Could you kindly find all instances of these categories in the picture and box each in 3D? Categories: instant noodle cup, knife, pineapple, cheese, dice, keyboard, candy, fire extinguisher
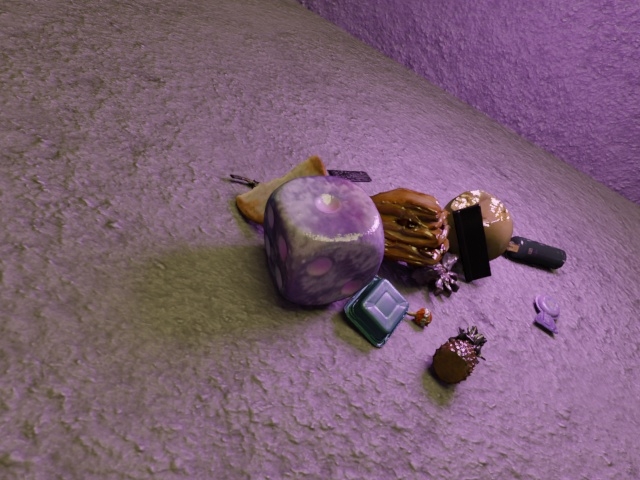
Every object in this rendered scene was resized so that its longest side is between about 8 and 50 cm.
[{"bbox_3d":[0.174,0.194,1.165,0.157,0.070,0.179,46,54,3],"label":"instant noodle cup"},{"bbox_3d":[-0.209,-0.190,1.418,0.222,0.021,0.046,12,44,-24],"label":"knife"},{"bbox_3d":[0.421,0.326,1.191,0.125,0.125,0.251,46,34,20],"label":"pineapple"},{"bbox_3d":[0.856,0.267,1.527,0.105,0.042,0.191,33,43,7],"label":"cheese"},{"bbox_3d":[0.000,0.000,1.121,0.269,0.271,0.270,-8,49,-20],"label":"dice"},{"bbox_3d":[0.125,-0.274,1.695,0.196,0.015,0.074,-3,49,-32],"label":"keyboard"},{"bbox_3d":[0.529,0.017,1.416,0.100,0.310,0.018,-17,30,10],"label":"keyboard"},{"bbox_3d":[0.257,0.221,1.245,0.184,0.049,0.056,15,86,-7],"label":"candy"},{"bbox_3d":[0.893,0.051,1.734,0.310,0.115,0.095,16,3,-16],"label":"fire extinguisher"}]

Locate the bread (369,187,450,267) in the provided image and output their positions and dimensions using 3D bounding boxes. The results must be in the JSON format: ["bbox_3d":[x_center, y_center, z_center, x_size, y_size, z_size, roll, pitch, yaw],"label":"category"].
[{"bbox_3d":[0.293,-0.080,1.385,0.313,0.192,0.370,12,29,20],"label":"bread"}]

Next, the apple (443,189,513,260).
[{"bbox_3d":[0.588,-0.049,1.539,0.278,0.279,0.279,15,42,-15],"label":"apple"}]

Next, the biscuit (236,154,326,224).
[{"bbox_3d":[-0.106,-0.140,1.290,0.308,0.040,0.205,-29,55,-3],"label":"biscuit"}]

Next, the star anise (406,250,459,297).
[{"bbox_3d":[0.393,0.098,1.394,0.257,0.111,0.199,11,43,-28],"label":"star anise"}]
